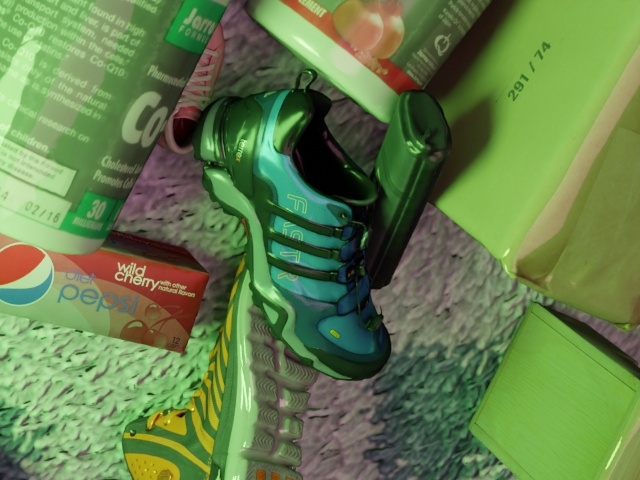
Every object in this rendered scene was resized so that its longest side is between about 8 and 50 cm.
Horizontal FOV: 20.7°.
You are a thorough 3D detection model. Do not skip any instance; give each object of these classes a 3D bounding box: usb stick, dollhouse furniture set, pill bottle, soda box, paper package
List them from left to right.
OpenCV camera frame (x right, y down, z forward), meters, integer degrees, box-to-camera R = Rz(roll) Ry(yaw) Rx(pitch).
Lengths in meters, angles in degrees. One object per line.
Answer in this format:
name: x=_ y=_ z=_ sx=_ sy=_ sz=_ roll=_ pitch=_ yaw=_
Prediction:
soda box: x=-0.242 y=0.026 z=1.600 sx=0.263 sy=0.092 sz=0.083 roll=14 pitch=101 yaw=-22
pill bottle: x=-0.199 y=-0.187 z=1.483 sx=0.204 sy=0.204 sz=0.361 roll=24 pitch=99 yaw=-24
usb stick: x=0.067 y=-0.041 z=1.606 sx=0.045 sy=0.278 sz=0.077 roll=-10 pitch=65 yaw=-15
pill bottle: x=0.092 y=-0.278 z=1.570 sx=0.176 sy=0.176 sz=0.318 roll=37 pitch=93 yaw=-25
paper package: x=0.240 y=-0.130 z=1.595 sx=0.168 sy=0.309 sz=0.325 roll=26 pitch=98 yaw=-27
dollhouse furniture set: x=0.393 y=0.232 z=1.795 sx=0.394 sy=0.256 sz=0.362 roll=22 pitch=99 yaw=-24

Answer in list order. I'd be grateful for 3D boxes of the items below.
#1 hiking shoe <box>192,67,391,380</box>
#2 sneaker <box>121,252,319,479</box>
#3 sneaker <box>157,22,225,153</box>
hiking shoe: x=0.000 y=0.000 z=1.580 sx=0.304 sy=0.132 sz=0.113 roll=61 pitch=38 yaw=-22
sneaker: x=-0.102 y=0.143 z=1.672 sx=0.124 sy=0.180 sz=0.321 roll=30 pitch=61 yaw=-43
sneaker: x=-0.115 y=-0.140 z=1.602 sx=0.051 sy=0.070 sz=0.134 roll=15 pitch=101 yaw=-21
